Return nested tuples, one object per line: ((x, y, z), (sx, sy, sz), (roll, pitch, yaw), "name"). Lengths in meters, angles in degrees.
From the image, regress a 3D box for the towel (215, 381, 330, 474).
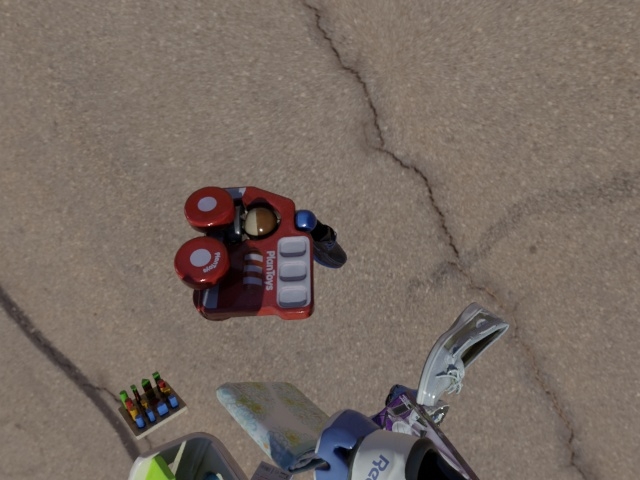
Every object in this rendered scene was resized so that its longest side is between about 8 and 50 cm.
((-0.099, 0.546, 1.533), (0.321, 0.374, 0.090), (30, 93, 33), "towel")

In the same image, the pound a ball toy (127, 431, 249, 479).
((-0.172, 0.442, 0.665), (0.208, 0.136, 0.319), (38, 117, 34), "pound a ball toy")

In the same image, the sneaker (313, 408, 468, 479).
((0.099, 0.346, 0.538), (0.182, 0.127, 0.315), (-11, 85, 40), "sneaker")

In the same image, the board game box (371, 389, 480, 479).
((0.240, 0.557, 1.200), (0.208, 0.056, 0.347), (-49, 63, 18), "board game box")

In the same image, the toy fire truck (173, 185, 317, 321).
((-0.133, 0.020, 1.012), (0.254, 0.302, 0.169), (-2, 145, 2), "toy fire truck")

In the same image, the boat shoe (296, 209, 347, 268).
((0.000, 0.000, 1.130), (0.183, 0.066, 0.066), (38, 146, -26), "boat shoe")

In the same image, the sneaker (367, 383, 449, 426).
((0.230, 0.518, 1.521), (0.147, 0.330, 0.129), (35, 116, 42), "sneaker")

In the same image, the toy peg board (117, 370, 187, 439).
((-0.511, 0.479, 1.523), (0.161, 0.161, 0.079), (-28, 121, -30), "toy peg board")

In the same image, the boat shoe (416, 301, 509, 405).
((0.333, 0.273, 1.210), (0.103, 0.320, 0.118), (26, 136, 31), "boat shoe")

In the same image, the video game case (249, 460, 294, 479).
((-0.122, 0.536, 1.081), (0.087, 0.122, 0.011), (8, 132, 31), "video game case")
